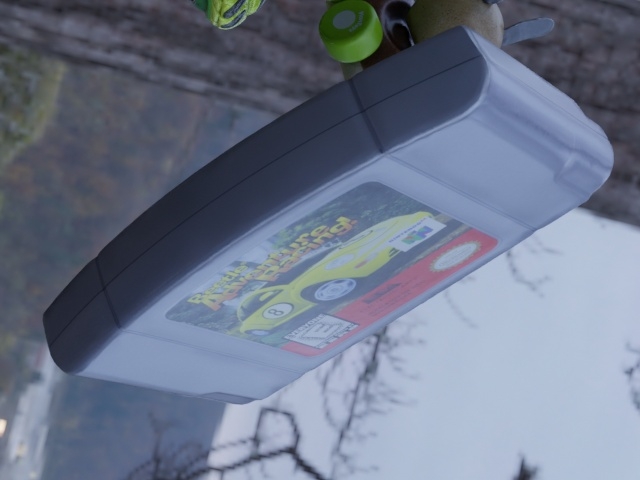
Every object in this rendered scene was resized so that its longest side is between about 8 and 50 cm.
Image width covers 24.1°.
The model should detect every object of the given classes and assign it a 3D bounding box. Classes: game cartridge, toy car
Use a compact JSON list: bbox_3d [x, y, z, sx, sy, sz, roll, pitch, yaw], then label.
[{"bbox_3d":[0.000,0.000,0.821,0.294,0.196,0.060,-34,-121,22],"label":"game cartridge"},{"bbox_3d":[0.105,-0.192,1.315,0.155,0.188,0.149,58,17,-51],"label":"toy car"}]

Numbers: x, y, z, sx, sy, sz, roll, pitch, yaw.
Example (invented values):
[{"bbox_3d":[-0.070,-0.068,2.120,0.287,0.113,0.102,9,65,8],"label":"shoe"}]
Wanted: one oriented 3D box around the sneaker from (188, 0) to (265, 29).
[{"bbox_3d":[-0.101,-0.303,1.235,0.109,0.123,0.295,-48,158,-36],"label":"sneaker"}]
